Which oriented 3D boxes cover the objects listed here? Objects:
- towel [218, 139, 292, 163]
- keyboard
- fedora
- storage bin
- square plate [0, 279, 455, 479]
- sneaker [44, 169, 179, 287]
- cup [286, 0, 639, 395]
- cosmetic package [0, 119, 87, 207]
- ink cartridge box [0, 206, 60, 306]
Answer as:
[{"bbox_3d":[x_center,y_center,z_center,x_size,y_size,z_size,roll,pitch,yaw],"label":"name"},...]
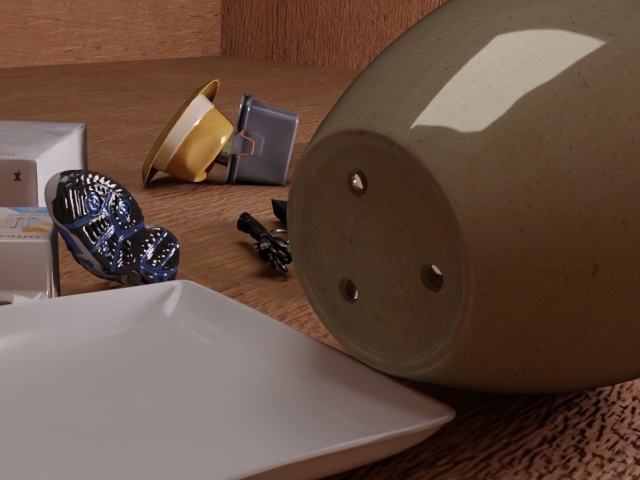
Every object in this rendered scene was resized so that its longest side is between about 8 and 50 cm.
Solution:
[{"bbox_3d":[-0.129,-0.147,1.686,0.110,0.027,0.148,-9,20,-34],"label":"towel"},{"bbox_3d":[0.000,0.000,1.140,0.201,0.033,0.317,4,13,-18],"label":"keyboard"},{"bbox_3d":[-0.183,-0.143,1.461,0.079,0.194,0.194,35,16,-2],"label":"fedora"},{"bbox_3d":[-0.086,-0.145,1.500,0.091,0.135,0.098,11,14,-3],"label":"storage bin"},{"bbox_3d":[-0.150,0.110,0.662,0.347,0.049,0.344,-9,19,-37],"label":"square plate"},{"bbox_3d":[-0.203,-0.001,0.910,0.081,0.080,0.211,6,-22,16],"label":"sneaker"},{"bbox_3d":[0.118,-0.021,0.708,0.237,0.331,0.331,-21,26,-39],"label":"cup"},{"bbox_3d":[-0.519,-0.095,1.295,0.377,0.097,0.284,2,13,-1],"label":"cosmetic package"},{"bbox_3d":[-0.277,0.029,0.870,0.092,0.090,0.143,-1,15,-13],"label":"ink cartridge box"}]
